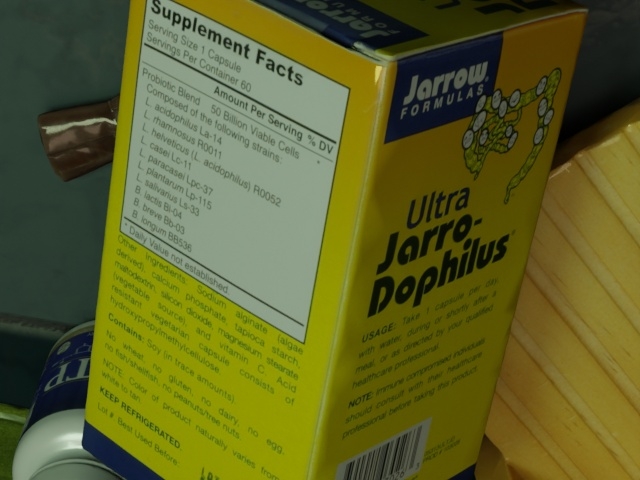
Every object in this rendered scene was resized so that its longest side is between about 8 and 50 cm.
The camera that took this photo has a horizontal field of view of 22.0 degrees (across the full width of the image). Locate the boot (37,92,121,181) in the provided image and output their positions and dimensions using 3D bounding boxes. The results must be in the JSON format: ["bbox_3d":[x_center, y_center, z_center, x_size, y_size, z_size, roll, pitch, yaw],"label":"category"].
[{"bbox_3d":[-0.152,-0.096,1.126,0.114,0.037,0.106,-12,117,16],"label":"boot"}]

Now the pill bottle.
[{"bbox_3d":[-0.159,0.149,1.180,0.112,0.186,0.112,1,121,2],"label":"pill bottle"}]

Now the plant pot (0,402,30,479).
[{"bbox_3d":[-0.291,0.368,1.221,0.367,0.353,0.366,2,120,3],"label":"plant pot"}]

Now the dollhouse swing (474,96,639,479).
[{"bbox_3d":[0.246,0.131,1.101,0.347,0.315,0.305,-30,135,20],"label":"dollhouse swing"}]

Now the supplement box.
[{"bbox_3d":[0.000,0.000,1.029,0.194,0.195,0.356,30,123,32],"label":"supplement box"}]
